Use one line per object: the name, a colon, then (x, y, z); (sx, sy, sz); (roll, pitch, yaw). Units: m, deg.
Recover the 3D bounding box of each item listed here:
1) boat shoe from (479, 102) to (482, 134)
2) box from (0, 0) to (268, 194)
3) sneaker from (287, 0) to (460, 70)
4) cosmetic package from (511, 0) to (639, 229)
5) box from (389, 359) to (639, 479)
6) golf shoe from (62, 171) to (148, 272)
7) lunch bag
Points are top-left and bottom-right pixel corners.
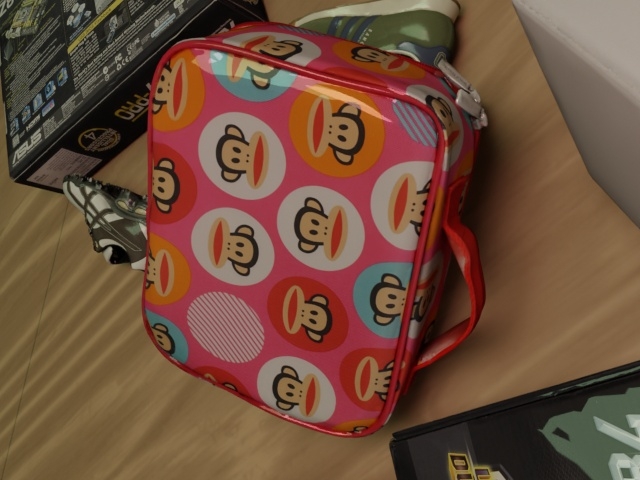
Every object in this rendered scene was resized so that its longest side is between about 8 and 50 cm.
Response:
boat shoe: (0.010, -0.041, 0.673); (0.319, 0.116, 0.099); (-20, 111, 27)
box: (-0.266, -0.289, 0.932); (0.395, 0.097, 0.318); (-32, 63, 29)
sneaker: (0.034, -0.167, 0.679); (0.192, 0.064, 0.086); (-2, 73, 35)
cosmetic package: (0.278, -0.017, 0.255); (0.230, 0.161, 0.453); (-31, 38, 11)
box: (0.208, 0.228, 0.446); (0.293, 0.073, 0.295); (-26, 65, 33)
golf shoe: (-0.255, -0.023, 0.872); (0.198, 0.077, 0.093); (19, 92, 41)
lunch bag: (0.000, 0.000, 0.552); (0.258, 0.120, 0.293); (20, 119, 17)
